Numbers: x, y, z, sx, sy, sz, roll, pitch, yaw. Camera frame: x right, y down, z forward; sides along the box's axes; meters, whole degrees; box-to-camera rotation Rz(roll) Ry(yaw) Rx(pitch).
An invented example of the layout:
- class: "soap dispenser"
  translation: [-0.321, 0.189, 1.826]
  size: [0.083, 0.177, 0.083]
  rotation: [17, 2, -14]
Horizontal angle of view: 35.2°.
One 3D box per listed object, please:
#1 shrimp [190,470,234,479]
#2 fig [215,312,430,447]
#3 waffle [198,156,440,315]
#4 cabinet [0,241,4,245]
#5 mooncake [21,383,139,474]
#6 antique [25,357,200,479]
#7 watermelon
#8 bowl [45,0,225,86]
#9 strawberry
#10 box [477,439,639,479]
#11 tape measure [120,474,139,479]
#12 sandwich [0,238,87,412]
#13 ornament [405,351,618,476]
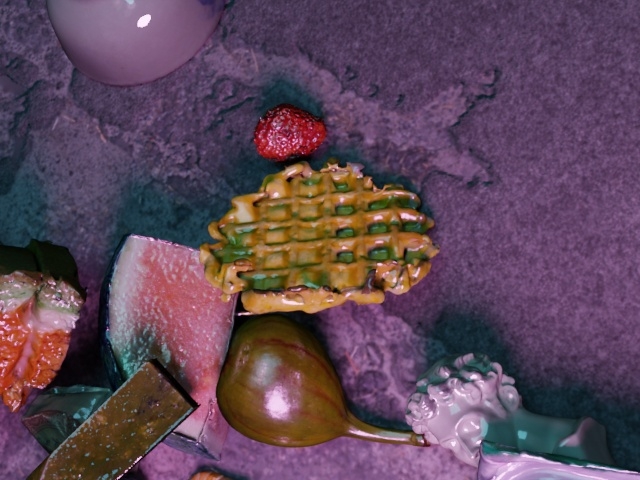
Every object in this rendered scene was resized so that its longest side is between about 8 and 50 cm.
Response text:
- class: "shrimp"
  translation: [-0.121, 0.331, 1.244]
  size: [0.114, 0.023, 0.083]
  rotation: [5, 78, 27]
- class: "fig"
  translation: [0.001, 0.193, 1.214]
  size: [0.259, 0.151, 0.151]
  rotation: [25, 81, -7]
- class: "waffle"
  translation: [0.000, -0.003, 1.237]
  size: [0.262, 0.060, 0.280]
  rotation: [32, 54, 32]
- class: "cabinet"
  translation: [-0.573, 0.049, 1.434]
  size: [0.150, 0.145, 0.206]
  rotation: [41, 90, 25]
- class: "mooncake"
  translation: [-0.303, 0.249, 1.281]
  size: [0.129, 0.125, 0.073]
  rotation: [-1, 38, 26]
- class: "antique"
  translation: [-0.247, 0.238, 1.161]
  size: [0.221, 0.081, 0.080]
  rotation: [-43, 86, -5]
- class: "watermelon"
  translation: [-0.181, 0.117, 1.278]
  size: [0.226, 0.148, 0.319]
  rotation: [-25, 68, 2]
- class: "bowl"
  translation: [-0.292, -0.385, 1.474]
  size: [0.289, 0.146, 0.290]
  rotation: [-6, 71, 18]
- class: "strawberry"
  translation: [-0.040, -0.144, 1.344]
  size: [0.096, 0.083, 0.083]
  rotation: [-9, 70, 10]
- class: "box"
  translation: [0.254, 0.389, 0.982]
  size: [0.264, 0.106, 0.337]
  rotation: [8, 96, 21]
- class: "tape measure"
  translation: [-0.302, 0.340, 1.276]
  size: [0.179, 0.107, 0.104]
  rotation: [-4, 112, 36]
- class: "sandwich"
  translation: [-0.390, 0.092, 1.301]
  size: [0.292, 0.109, 0.212]
  rotation: [49, 124, 60]
- class: "ornament"
  translation: [0.231, 0.221, 1.104]
  size: [0.285, 0.130, 0.121]
  rotation: [29, 101, 18]
